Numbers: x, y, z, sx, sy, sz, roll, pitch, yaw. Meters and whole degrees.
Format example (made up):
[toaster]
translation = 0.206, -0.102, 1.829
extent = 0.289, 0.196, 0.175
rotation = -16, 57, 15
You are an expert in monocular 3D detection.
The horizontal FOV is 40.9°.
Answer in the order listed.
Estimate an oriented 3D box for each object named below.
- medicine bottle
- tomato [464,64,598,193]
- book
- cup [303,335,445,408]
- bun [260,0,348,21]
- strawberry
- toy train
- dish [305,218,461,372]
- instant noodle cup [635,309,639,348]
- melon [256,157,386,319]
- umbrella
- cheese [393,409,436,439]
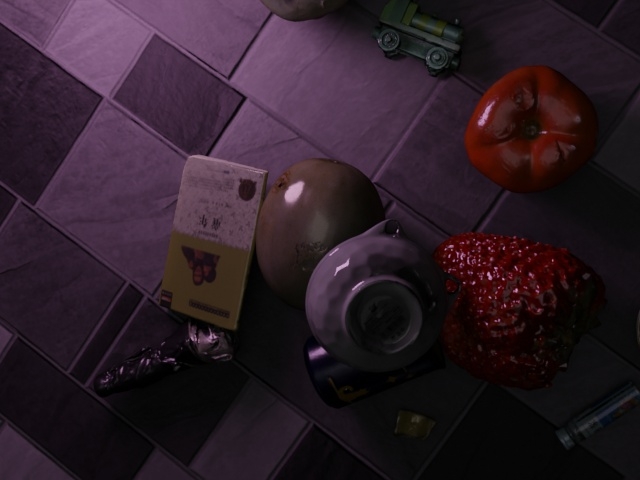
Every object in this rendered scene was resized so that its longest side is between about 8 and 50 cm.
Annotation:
[medicine bottle]
translation = 0.573, 0.358, 1.759
extent = 0.191, 0.051, 0.051
rotation = -37, 84, 11
[tomato]
translation = 0.419, -0.214, 1.711
extent = 0.259, 0.180, 0.260
rotation = 1, 94, 11
[book]
translation = -0.234, -0.001, 1.866
extent = 0.239, 0.035, 0.352
rotation = 14, 93, 36
[cup]
translation = 0.089, 0.197, 1.771
extent = 0.256, 0.178, 0.255
rotation = -24, 108, 12
[bun]
translation = -0.004, -0.586, 1.789
extent = 0.293, 0.187, 0.293
rotation = -7, 76, 31
[strawberry]
translation = 0.359, 0.118, 1.696
extent = 0.351, 0.267, 0.312
rotation = 35, 80, 26
[toy train]
translation = 0.211, -0.429, 1.798
extent = 0.200, 0.083, 0.132
rotation = 24, 92, 9
[dish]
translation = 0.114, 0.126, 1.591
extent = 0.303, 0.120, 0.303
rotation = -1, 102, -3
[instant noodle cup]
translation = 0.738, 0.182, 1.660
extent = 0.215, 0.172, 0.216
rotation = 0, 92, 10
[melon]
translation = 0.000, 0.000, 1.753
extent = 0.268, 0.268, 0.330
rotation = 13, 101, 10
[umbrella]
translation = -0.349, 0.261, 1.905
extent = 0.357, 0.113, 0.106
rotation = -21, 109, 11
[cheese]
translation = 0.204, 0.399, 1.836
extent = 0.084, 0.041, 0.060
rotation = 12, 86, 22
